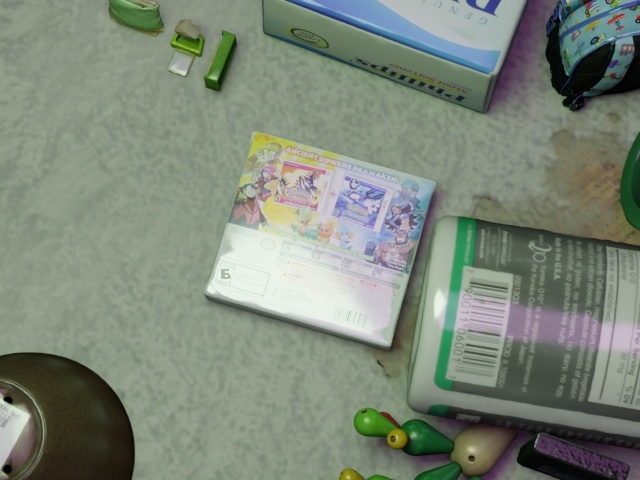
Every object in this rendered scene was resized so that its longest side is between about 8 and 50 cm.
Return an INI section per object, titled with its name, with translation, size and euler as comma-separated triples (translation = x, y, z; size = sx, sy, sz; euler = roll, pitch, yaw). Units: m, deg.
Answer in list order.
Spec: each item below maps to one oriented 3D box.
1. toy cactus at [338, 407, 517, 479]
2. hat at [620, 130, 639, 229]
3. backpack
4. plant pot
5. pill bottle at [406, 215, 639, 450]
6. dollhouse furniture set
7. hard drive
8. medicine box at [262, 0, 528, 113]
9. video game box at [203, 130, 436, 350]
[toy cactus]
translation = 0.128, 0.245, 1.643
size = 0.180, 0.112, 0.219
euler = -37, 77, -27
[hat]
translation = 0.437, -0.048, 1.708
size = 0.184, 0.173, 0.208
euler = 25, 111, -22
[backpack]
translation = 0.321, -0.220, 1.693
size = 0.158, 0.173, 0.116
euler = -10, 78, -1
[plant pot]
translation = -0.301, 0.198, 1.572
size = 0.215, 0.230, 0.215
euler = 0, 77, 0
[pill bottle]
translation = 0.276, 0.100, 1.607
size = 0.361, 0.204, 0.204
euler = 10, 78, 2
[dollhouse furniture set]
translation = -0.170, -0.215, 1.742
size = 0.152, 0.076, 0.058
euler = 20, 78, 4
[hard drive]
translation = 0.250, 0.224, 1.615
size = 0.094, 0.135, 0.022
euler = 20, 78, 4
[medicine box]
translation = 0.108, -0.323, 1.729
size = 0.264, 0.149, 0.289
euler = 20, 78, 4
[video game box]
translation = 0.000, 0.000, 1.709
size = 0.205, 0.048, 0.187
euler = 16, 80, 3
